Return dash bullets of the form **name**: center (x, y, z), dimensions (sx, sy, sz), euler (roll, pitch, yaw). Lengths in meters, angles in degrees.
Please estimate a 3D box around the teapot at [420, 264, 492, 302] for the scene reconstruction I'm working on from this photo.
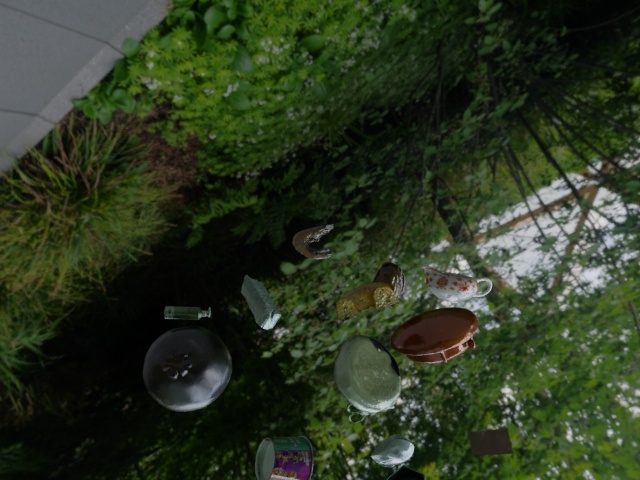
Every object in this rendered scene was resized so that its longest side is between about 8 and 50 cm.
- **teapot**: center (0.434, 0.142, 1.473), dimensions (0.246, 0.116, 0.159), euler (5, 172, -15)

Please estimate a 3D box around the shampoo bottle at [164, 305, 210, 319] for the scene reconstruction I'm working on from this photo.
- **shampoo bottle**: center (-0.615, 0.336, 2.133), dimensions (0.205, 0.065, 0.065), euler (3, 170, -8)

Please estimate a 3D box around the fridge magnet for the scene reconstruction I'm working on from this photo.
- **fridge magnet**: center (0.465, 0.380, 1.871), dimensions (0.364, 0.155, 0.363), euler (-20, -172, 3)

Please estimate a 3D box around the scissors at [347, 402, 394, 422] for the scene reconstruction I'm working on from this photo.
- **scissors**: center (0.220, 0.738, 2.001), dimensions (0.205, 0.101, 0.027), euler (-8, -162, -1)

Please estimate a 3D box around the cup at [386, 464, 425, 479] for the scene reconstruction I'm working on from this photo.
- **cup**: center (0.318, 0.896, 1.663), dimensions (0.134, 0.148, 0.235), euler (-8, 152, 8)

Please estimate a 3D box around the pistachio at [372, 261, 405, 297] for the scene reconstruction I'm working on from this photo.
- **pistachio**: center (0.330, 0.205, 2.201), dimensions (0.165, 0.210, 0.130), euler (-6, -170, -12)

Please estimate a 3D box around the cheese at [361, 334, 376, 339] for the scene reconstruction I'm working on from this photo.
- **cheese**: center (0.241, 0.485, 2.282), dimensions (0.111, 0.047, 0.017), euler (6, -108, 59)

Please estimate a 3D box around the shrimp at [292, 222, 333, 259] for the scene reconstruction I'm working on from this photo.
- **shrimp**: center (0.000, 0.000, 1.749), dimensions (0.219, 0.152, 0.046), euler (-29, 150, -40)

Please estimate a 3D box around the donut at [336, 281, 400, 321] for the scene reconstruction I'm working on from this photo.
- **donut**: center (0.185, 0.239, 1.873), dimensions (0.259, 0.101, 0.152), euler (-21, -173, 11)

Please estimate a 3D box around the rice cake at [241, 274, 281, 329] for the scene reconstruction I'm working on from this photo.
- **rice cake**: center (-0.187, 0.191, 1.412), dimensions (0.063, 0.206, 0.069), euler (23, 104, -38)

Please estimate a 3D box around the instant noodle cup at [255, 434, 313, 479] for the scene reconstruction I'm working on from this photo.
- **instant noodle cup**: center (-0.177, 1.020, 2.116), dimensions (0.190, 0.251, 0.251), euler (21, 147, -28)

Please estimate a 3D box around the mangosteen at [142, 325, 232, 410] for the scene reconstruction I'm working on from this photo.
- **mangosteen**: center (-0.583, 0.579, 2.069), dimensions (0.382, 0.382, 0.435), euler (-28, 161, -9)

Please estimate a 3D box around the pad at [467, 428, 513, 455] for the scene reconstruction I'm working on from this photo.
- **pad**: center (0.816, 0.972, 2.209), dimensions (0.188, 0.113, 0.006), euler (-14, 164, 20)

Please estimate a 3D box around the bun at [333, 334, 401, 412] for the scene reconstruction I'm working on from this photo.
- **bun**: center (0.157, 0.520, 1.751), dimensions (0.293, 0.293, 0.187), euler (-24, 163, -44)

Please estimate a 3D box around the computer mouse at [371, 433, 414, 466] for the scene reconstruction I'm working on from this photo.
- **computer mouse**: center (0.326, 0.960, 2.067), dimensions (0.230, 0.128, 0.079), euler (-59, -172, 30)
